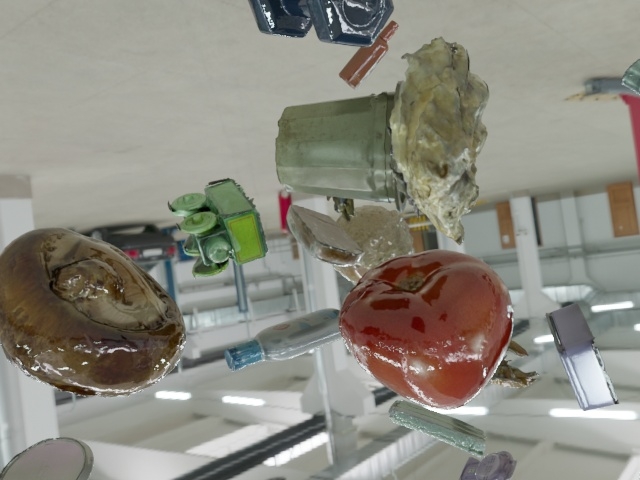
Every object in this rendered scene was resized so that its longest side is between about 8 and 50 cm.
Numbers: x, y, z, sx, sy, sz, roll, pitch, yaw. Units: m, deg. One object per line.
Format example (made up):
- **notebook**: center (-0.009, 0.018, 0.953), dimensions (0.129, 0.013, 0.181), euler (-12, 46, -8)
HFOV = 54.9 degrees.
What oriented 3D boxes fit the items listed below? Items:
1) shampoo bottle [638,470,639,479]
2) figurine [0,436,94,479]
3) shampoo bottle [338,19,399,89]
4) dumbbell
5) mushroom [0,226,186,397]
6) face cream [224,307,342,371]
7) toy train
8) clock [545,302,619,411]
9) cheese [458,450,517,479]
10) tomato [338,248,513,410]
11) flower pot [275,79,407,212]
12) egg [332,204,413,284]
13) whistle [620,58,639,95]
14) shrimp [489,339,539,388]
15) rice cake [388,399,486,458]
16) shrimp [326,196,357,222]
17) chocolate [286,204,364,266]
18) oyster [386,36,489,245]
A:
- **shampoo bottle**: center (0.688, 0.420, 1.225), dimensions (0.084, 0.349, 0.125), euler (12, 156, 24)
- **figurine**: center (-0.357, 0.365, 0.841), dimensions (0.133, 0.153, 0.132), euler (-6, -150, 4)
- **shampoo bottle**: center (0.163, -0.603, 1.985), dimensions (0.244, 0.085, 0.085), euler (-50, 170, 8)
- **dumbbell**: center (-0.011, -0.445, 1.146), dimensions (0.144, 0.159, 0.325), euler (-35, -145, -17)
- **mushroom**: center (-0.292, 0.090, 0.784), dimensions (0.153, 0.253, 0.253), euler (-48, 168, 12)
- **face cream**: center (-0.088, 0.262, 1.630), dimensions (0.337, 0.080, 0.163), euler (-15, -170, -28)
- **toy train**: center (-0.240, -0.032, 1.445), dimensions (0.188, 0.158, 0.271), euler (-20, -151, -15)
- **clock**: center (0.514, 0.227, 1.217), dimensions (0.073, 0.144, 0.193), euler (-21, -169, 18)
- **cheese**: center (0.388, 0.538, 1.434), dimensions (0.105, 0.042, 0.191), euler (-53, -172, -31)
- **tomato**: center (0.182, 0.150, 1.022), dimensions (0.299, 0.226, 0.298), euler (-17, -162, 6)
- **flower pot**: center (0.043, -0.156, 1.013), dimensions (0.203, 0.212, 0.212), euler (4, -178, 16)
- **egg**: center (0.153, 0.015, 1.912), dimensions (0.280, 0.278, 0.310), euler (-8, -173, 19)
- **whistle**: center (0.705, -0.236, 1.138), dimensions (0.062, 0.312, 0.062), euler (-30, 147, -22)
- **shrimp**: center (0.491, 0.326, 1.640), dimensions (0.188, 0.132, 0.052), euler (14, -168, 32)
- **rice cake**: center (0.250, 0.400, 1.332), dimensions (0.211, 0.038, 0.124), euler (17, -179, 13)
- **shrimp**: center (0.087, -0.157, 1.389), dimensions (0.168, 0.317, 0.077), euler (8, 142, -6)
- **chocolate**: center (-0.002, 0.001, 1.584), dimensions (0.157, 0.080, 0.254), euler (18, -162, -34)
- **oyster**: center (0.131, -0.115, 0.643), dimensions (0.133, 0.208, 0.072), euler (28, 168, -23)
